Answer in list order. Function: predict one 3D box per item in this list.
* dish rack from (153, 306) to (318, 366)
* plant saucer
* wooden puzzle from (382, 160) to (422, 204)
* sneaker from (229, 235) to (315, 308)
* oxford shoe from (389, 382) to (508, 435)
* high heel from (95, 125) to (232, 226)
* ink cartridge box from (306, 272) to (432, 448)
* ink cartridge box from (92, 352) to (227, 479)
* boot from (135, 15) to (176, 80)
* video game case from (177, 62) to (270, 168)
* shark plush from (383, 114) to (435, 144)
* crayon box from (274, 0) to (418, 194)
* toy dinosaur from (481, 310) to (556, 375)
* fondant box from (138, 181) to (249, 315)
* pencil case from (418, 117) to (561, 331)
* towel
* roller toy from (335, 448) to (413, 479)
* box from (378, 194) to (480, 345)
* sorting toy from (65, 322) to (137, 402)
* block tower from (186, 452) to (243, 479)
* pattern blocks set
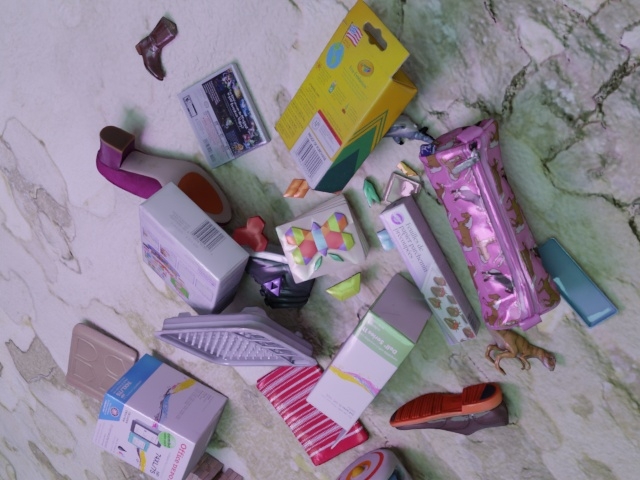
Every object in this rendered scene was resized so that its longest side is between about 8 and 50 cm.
[{"bbox_3d":[-0.196,0.232,1.466,0.332,0.285,0.073,-8,61,31],"label":"dish rack"},{"bbox_3d":[0.493,0.082,1.204,0.192,0.018,0.067,49,120,1],"label":"plant saucer"},{"bbox_3d":[0.172,-0.102,1.289,0.078,0.014,0.116,33,119,15],"label":"wooden puzzle"},{"bbox_3d":[-0.148,0.078,1.447,0.295,0.104,0.147,13,108,16],"label":"sneaker"},{"bbox_3d":[0.284,0.401,1.373,0.271,0.097,0.099,-19,105,29],"label":"oxford shoe"},{"bbox_3d":[-0.383,-0.127,1.509,0.377,0.127,0.181,37,148,4],"label":"high heel"},{"bbox_3d":[0.095,0.266,1.343,0.119,0.207,0.354,35,119,8],"label":"ink cartridge box"},{"bbox_3d":[-0.430,0.486,1.659,0.270,0.197,0.198,27,118,6],"label":"ink cartridge box"},{"bbox_3d":[-0.360,-0.439,1.404,0.114,0.037,0.106,-31,96,26],"label":"boot"},{"bbox_3d":[-0.223,-0.281,1.403,0.173,0.022,0.191,-19,98,30],"label":"video game case"},{"bbox_3d":[0.161,-0.224,1.243,0.161,0.073,0.067,10,138,6],"label":"shark plush"},{"bbox_3d":[0.054,-0.273,1.191,0.319,0.081,0.202,-52,50,30],"label":"crayon box"},{"bbox_3d":[0.387,0.211,1.285,0.211,0.064,0.112,34,101,0],"label":"toy dinosaur"},{"bbox_3d":[-0.299,0.041,1.418,0.238,0.096,0.330,43,153,6],"label":"fondant box"},{"bbox_3d":[0.320,-0.027,1.152,0.160,0.167,0.386,-15,101,44],"label":"pencil case"},{"bbox_3d":[-0.024,0.432,1.563,0.198,0.031,0.275,-36,91,30],"label":"towel"},{"bbox_3d":[0.125,0.600,1.463,0.191,0.209,0.146,-35,92,-5],"label":"roller toy"},{"bbox_3d":[0.231,0.064,1.282,0.063,0.067,0.324,-25,100,29],"label":"box"},{"bbox_3d":[-0.608,0.394,1.819,0.307,0.041,0.229,26,117,8],"label":"sorting toy"},{"bbox_3d":[-0.394,0.649,1.778,0.335,0.091,0.097,27,117,13],"label":"block tower"},{"bbox_3d":[0.000,0.000,1.338,0.324,0.026,0.286,-34,94,10],"label":"pattern blocks set"}]
